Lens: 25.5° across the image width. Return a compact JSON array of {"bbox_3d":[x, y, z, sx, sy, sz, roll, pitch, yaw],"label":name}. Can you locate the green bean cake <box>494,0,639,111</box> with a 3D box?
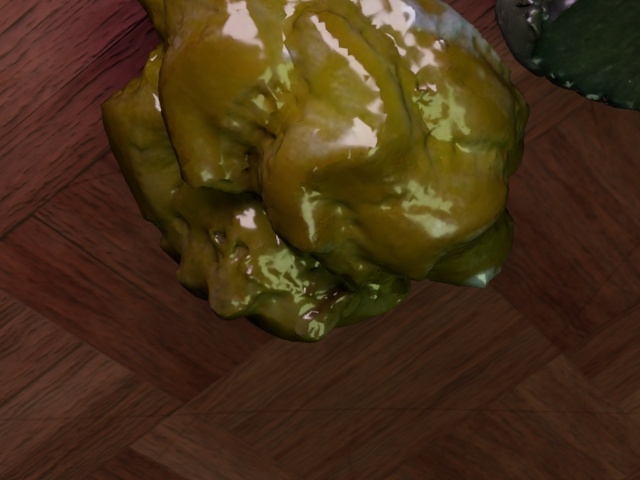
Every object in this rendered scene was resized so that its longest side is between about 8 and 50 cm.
[{"bbox_3d":[0.278,-0.233,1.259,0.223,0.125,0.227,14,126,-37],"label":"green bean cake"}]

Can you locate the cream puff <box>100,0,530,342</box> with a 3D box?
[{"bbox_3d":[-0.020,-0.069,1.109,0.275,0.378,0.378,-50,136,-6],"label":"cream puff"}]
